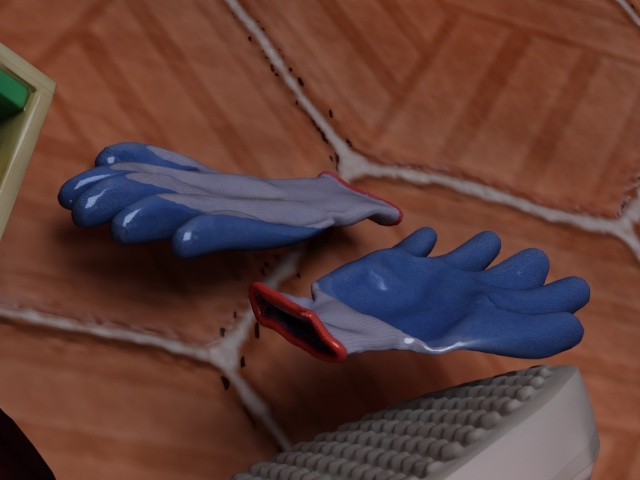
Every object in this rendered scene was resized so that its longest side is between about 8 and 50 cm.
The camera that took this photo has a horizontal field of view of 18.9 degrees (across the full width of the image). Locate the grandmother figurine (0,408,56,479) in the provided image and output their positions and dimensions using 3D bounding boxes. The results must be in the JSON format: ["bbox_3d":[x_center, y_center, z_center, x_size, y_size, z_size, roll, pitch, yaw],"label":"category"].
[{"bbox_3d":[-0.118,0.027,0.424,0.342,0.104,0.208,44,4,17],"label":"grandmother figurine"}]

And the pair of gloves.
[{"bbox_3d":[0.000,0.000,0.734,0.198,0.023,0.159,29,22,37],"label":"pair of gloves"}]

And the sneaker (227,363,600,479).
[{"bbox_3d":[0.003,0.161,0.598,0.366,0.135,0.150,-35,107,-53],"label":"sneaker"}]

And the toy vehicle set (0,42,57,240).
[{"bbox_3d":[-0.215,-0.049,0.587,0.267,0.035,0.166,35,54,-32],"label":"toy vehicle set"}]
